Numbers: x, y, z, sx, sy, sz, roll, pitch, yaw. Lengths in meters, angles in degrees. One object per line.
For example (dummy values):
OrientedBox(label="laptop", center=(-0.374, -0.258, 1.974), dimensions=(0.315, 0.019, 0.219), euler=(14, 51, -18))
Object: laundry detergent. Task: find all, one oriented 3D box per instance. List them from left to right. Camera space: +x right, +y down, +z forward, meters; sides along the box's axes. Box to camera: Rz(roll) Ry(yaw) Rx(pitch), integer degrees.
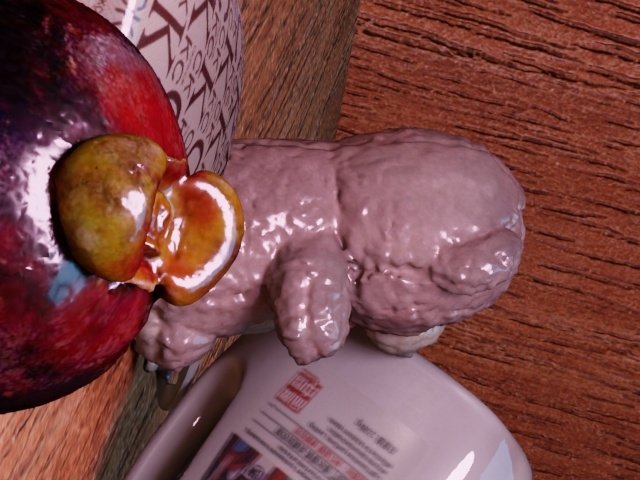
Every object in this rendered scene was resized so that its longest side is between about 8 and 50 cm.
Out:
OrientedBox(label="laundry detergent", center=(-0.071, 0.231, 1.268), dimensions=(0.398, 0.264, 0.125), euler=(-46, 137, -12))

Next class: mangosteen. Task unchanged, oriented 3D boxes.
OrientedBox(label="mangosteen", center=(-0.100, -0.011, 0.623), dimensions=(0.152, 0.152, 0.152), euler=(13, 90, -86))

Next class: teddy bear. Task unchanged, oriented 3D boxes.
OrientedBox(label="teddy bear", center=(-0.001, -0.001, 1.215), dimensions=(0.236, 0.267, 0.151), euler=(-99, -169, -64))

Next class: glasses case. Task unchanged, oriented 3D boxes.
OrientedBox(label="glasses case", center=(-0.090, -0.085, 0.976), dimensions=(0.355, 0.085, 0.137), euler=(78, 24, -80))

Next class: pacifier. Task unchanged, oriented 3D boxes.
OrientedBox(label="pacifier", center=(-0.082, 0.062, 1.428), dimensions=(0.127, 0.116, 0.150), euler=(159, -56, -65))
